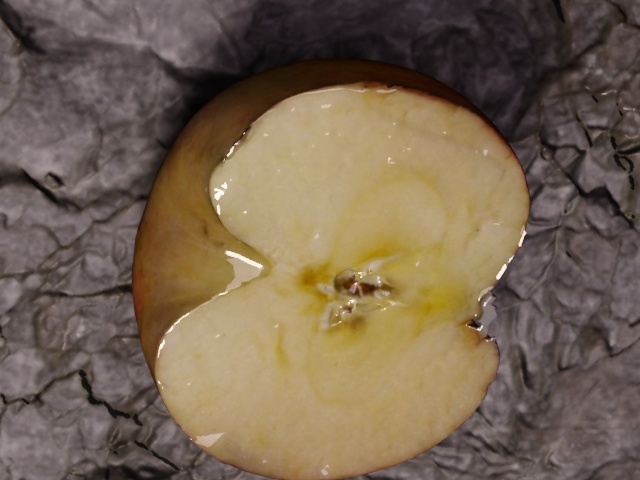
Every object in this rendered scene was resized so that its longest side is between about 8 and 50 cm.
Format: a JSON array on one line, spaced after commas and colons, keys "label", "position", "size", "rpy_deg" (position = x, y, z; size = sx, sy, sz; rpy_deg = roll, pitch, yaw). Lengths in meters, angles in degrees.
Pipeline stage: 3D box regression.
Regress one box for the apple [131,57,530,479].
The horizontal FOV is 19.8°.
[{"label": "apple", "position": [0.000, 0.000, 1.261], "size": [0.251, 0.163, 0.293], "rpy_deg": [10, 114, -24]}]
